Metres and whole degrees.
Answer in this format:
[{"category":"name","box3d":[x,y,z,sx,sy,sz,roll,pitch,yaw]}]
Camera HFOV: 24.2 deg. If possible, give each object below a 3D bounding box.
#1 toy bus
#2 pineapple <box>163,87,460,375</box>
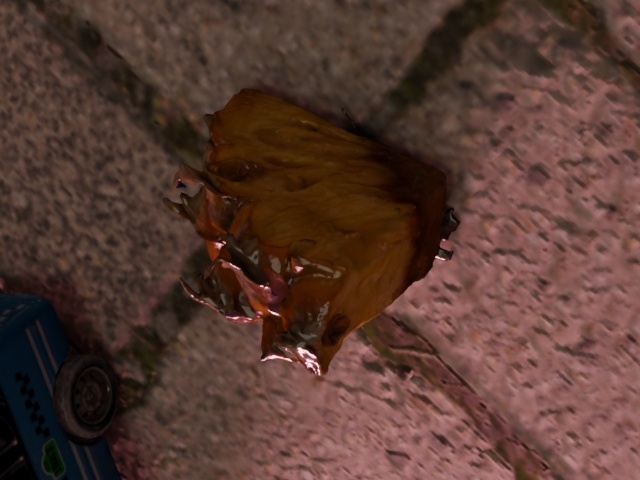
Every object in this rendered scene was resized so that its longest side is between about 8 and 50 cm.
[{"category":"toy bus","box3d":[-0.160,0.155,0.742,0.113,0.134,0.246,-3,114,32]},{"category":"pineapple","box3d":[0.000,0.000,0.588,0.116,0.137,0.069,-3,129,-15]}]
